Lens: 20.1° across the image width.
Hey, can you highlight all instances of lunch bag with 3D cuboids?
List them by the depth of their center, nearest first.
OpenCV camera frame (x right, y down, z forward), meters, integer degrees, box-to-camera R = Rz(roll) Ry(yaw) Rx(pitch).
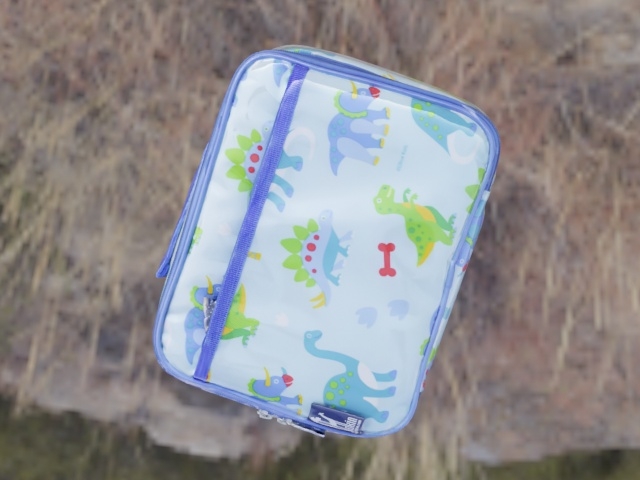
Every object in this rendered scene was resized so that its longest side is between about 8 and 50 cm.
[{"bbox_3d":[0.000,0.000,1.086,0.176,0.219,0.090,20,-171,1],"label":"lunch bag"}]
